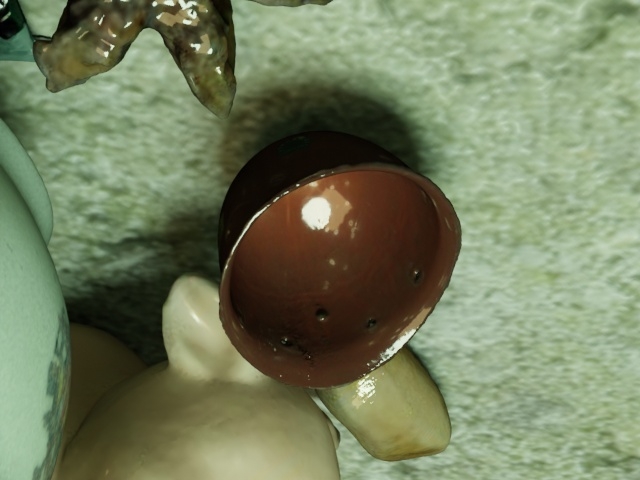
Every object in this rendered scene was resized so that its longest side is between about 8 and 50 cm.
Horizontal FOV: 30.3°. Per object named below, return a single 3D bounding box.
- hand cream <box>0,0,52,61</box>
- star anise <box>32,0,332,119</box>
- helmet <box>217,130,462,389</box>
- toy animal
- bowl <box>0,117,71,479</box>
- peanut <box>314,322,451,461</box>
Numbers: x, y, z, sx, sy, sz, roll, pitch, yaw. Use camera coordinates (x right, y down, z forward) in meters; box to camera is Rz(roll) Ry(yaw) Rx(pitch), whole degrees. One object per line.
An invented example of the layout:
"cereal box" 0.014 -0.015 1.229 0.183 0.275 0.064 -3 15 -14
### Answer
"hand cream" -0.202 -0.194 0.635 0.075 0.052 0.248 23 146 18
"star anise" -0.092 -0.153 0.614 0.212 0.073 0.197 32 113 -26
"helmet" 0.000 0.000 0.749 0.155 0.106 0.175 -18 129 -8
"toy animal" -0.136 0.161 0.844 0.269 0.326 0.237 -43 138 -8
"bowl" -0.288 0.004 0.700 0.435 0.196 0.435 25 145 20
"peanut" 0.048 0.119 0.898 0.076 0.076 0.152 -21 125 27
